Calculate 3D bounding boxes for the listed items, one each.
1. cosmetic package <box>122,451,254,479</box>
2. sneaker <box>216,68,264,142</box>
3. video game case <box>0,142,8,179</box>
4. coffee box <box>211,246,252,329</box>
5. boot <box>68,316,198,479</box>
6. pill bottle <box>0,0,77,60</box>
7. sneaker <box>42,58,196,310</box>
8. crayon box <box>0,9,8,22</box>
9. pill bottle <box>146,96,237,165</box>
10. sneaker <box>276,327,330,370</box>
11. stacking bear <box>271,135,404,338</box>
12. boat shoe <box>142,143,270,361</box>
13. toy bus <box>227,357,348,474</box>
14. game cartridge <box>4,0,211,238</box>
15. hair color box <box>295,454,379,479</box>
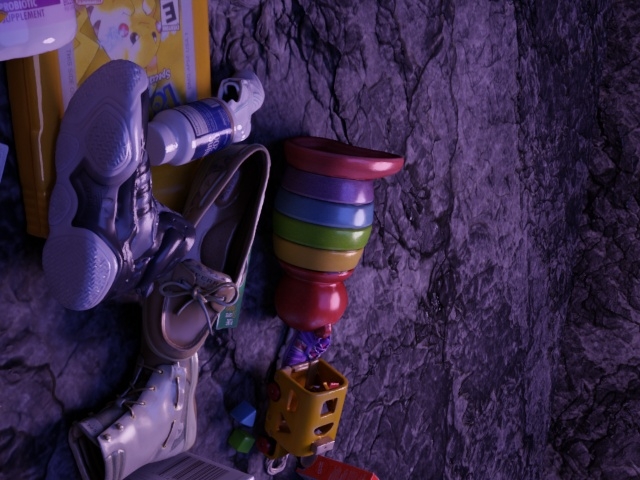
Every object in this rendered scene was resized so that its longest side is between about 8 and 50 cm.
[{"bbox_3d":[-0.185,0.399,1.114,0.151,0.151,0.184,-21,114,-52],"label":"cosmetic package"},{"bbox_3d":[-0.108,-0.193,1.131,0.152,0.053,0.061,-84,169,-50],"label":"sneaker"},{"bbox_3d":[-0.384,-0.036,0.829,0.143,0.019,0.157,18,83,-56],"label":"video game case"},{"bbox_3d":[-0.128,0.029,1.173,0.113,0.040,0.184,20,81,-82],"label":"coffee box"},{"bbox_3d":[-0.234,0.195,1.063,0.165,0.077,0.213,-20,114,-50],"label":"boot"},{"bbox_3d":[-0.317,-0.311,0.727,0.169,0.169,0.302,-33,124,-48],"label":"pill bottle"},{"bbox_3d":[-0.209,-0.057,0.940,0.153,0.101,0.269,1,105,-57],"label":"sneaker"},{"bbox_3d":[-0.414,-0.174,0.591,0.318,0.202,0.081,18,39,-57],"label":"crayon box"},{"bbox_3d":[-0.160,-0.127,1.016,0.120,0.067,0.067,-30,122,-49],"label":"pill bottle"},{"bbox_3d":[-0.021,0.175,1.377,0.068,0.071,0.170,18,85,-56],"label":"sneaker"},{"bbox_3d":[0.000,0.000,1.300,0.164,0.175,0.289,-12,115,-57],"label":"stacking bear"},{"bbox_3d":[-0.139,0.011,1.048,0.104,0.089,0.285,21,79,-28],"label":"boat shoe"},{"bbox_3d":[-0.024,0.286,1.318,0.191,0.104,0.202,-48,138,-10],"label":"toy bus"},{"bbox_3d":[-0.230,-0.176,0.996,0.285,0.052,0.324,-24,117,-52],"label":"game cartridge"},{"bbox_3d":[0.035,0.407,1.454,0.043,0.141,0.072,-63,143,-25],"label":"hair color box"}]
